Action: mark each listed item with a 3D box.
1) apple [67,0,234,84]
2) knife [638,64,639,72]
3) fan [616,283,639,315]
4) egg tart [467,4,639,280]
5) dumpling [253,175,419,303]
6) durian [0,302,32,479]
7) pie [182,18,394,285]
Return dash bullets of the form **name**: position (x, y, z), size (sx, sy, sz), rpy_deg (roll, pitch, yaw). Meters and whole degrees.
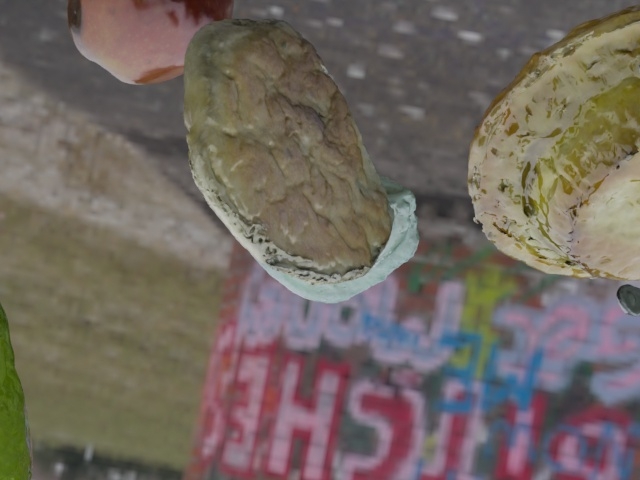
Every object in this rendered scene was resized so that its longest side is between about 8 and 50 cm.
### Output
- **apple**: position (-0.238, -0.317, 2.305), size (0.230, 0.230, 0.230), rpy_deg (11, 175, 1)
- **knife**: position (0.333, -0.133, 1.414), size (0.162, 0.023, 0.044), rpy_deg (9, -162, -31)
- **fan**: position (0.246, 0.045, 0.954), size (0.220, 0.132, 0.009), rpy_deg (8, 154, -35)
- **egg tart**: position (0.393, -0.090, 1.995), size (0.443, 0.178, 0.443), rpy_deg (-9, 136, -9)
- **dumpling**: position (0.000, -0.004, 1.841), size (0.216, 0.149, 0.105), rpy_deg (5, 180, 3)
- **durian**: position (-0.216, 0.139, 0.861), size (0.101, 0.250, 0.139), rpy_deg (28, 174, -42)
- **pie**: position (-0.029, -0.064, 1.231), size (0.052, 0.218, 0.185), rpy_deg (-23, -173, 32)
